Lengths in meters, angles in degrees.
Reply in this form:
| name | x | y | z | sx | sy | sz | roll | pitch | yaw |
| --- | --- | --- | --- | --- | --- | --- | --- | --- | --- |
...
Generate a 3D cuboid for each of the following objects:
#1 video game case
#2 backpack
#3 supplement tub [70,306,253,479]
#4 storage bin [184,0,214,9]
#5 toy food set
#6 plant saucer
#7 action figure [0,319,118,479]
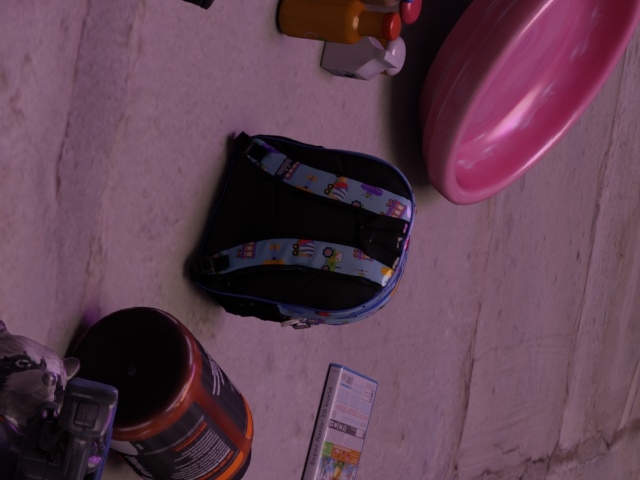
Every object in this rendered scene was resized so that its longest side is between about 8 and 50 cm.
| name | x | y | z | sx | sy | sz | roll | pitch | yaw |
| --- | --- | --- | --- | --- | --- | --- | --- | --- | --- |
| video game case | 0.016 | 0.216 | 1.957 | 0.119 | 0.015 | 0.166 | 33 | 70 | -67 |
| backpack | 0.000 | 0.000 | 1.605 | 0.117 | 0.173 | 0.158 | 53 | 50 | -61 |
| supplement tub | -0.115 | 0.135 | 1.479 | 0.198 | 0.106 | 0.106 | 59 | 47 | -59 |
| storage bin | -0.091 | -0.246 | 1.252 | 0.180 | 0.084 | 0.122 | -99 | -148 | -59 |
| toy food set | 0.058 | -0.206 | 1.739 | 0.232 | 0.104 | 0.111 | 24 | 78 | -67 |
| plant saucer | 0.215 | -0.190 | 2.027 | 0.332 | 0.084 | 0.332 | -42 | 157 | -22 |
| action figure | -0.230 | 0.179 | 1.141 | 0.341 | 0.178 | 0.330 | 113 | -1 | -53 |
